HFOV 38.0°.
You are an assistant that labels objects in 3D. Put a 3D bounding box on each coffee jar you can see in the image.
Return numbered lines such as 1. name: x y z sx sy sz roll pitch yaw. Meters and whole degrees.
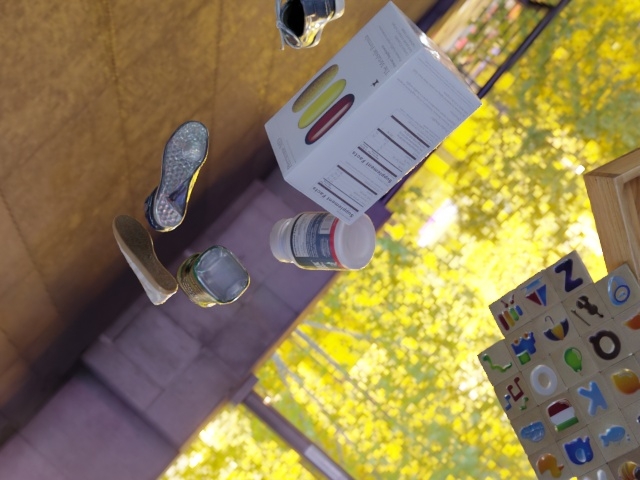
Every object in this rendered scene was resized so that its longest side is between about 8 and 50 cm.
1. coffee jar: -0.191 0.065 1.607 0.079 0.096 0.184 -44 -171 -18

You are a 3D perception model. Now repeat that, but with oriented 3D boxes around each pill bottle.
1. pill bottle: 0.000 0.000 1.685 0.180 0.108 0.108 0 -146 41

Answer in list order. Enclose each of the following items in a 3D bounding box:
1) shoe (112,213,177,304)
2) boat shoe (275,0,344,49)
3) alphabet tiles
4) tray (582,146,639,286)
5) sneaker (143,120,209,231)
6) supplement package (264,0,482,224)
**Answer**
1. shoe: -0.380 0.040 1.954 0.076 0.219 0.058 -14 152 -46
2. boat shoe: -0.033 -0.376 1.568 0.079 0.095 0.254 -18 -173 -16
3. alphabet tiles: 0.380 0.202 1.334 0.011 0.342 0.285 1 147 -48
4. tray: 0.529 0.059 1.372 0.203 0.411 0.076 -25 -162 -20
5. sneaker: -0.295 -0.124 1.884 0.163 0.086 0.226 152 -44 -73
6. supplement package: 0.064 -0.165 1.232 0.244 0.134 0.139 -43 -142 17
